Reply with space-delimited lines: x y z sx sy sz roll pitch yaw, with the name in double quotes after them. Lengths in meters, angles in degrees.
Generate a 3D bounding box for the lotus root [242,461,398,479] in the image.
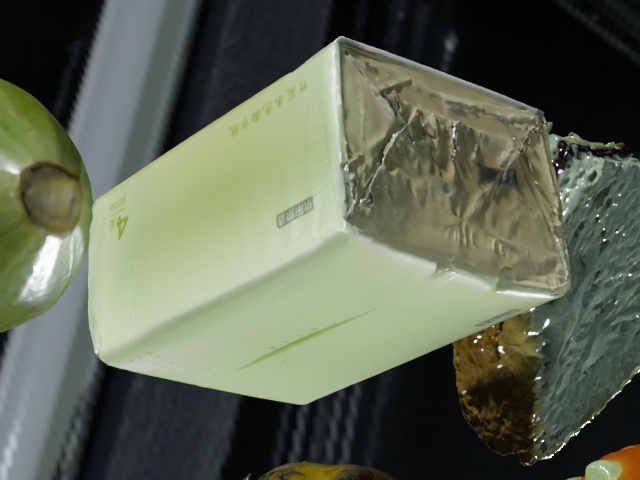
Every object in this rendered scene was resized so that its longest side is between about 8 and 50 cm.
0.014 0.310 1.762 0.397 0.195 0.179 50 -120 -69 "lotus root"

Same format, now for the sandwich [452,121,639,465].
0.246 0.031 1.768 0.262 0.131 0.325 -36 -47 -27 "sandwich"

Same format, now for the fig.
-0.269 -0.019 1.300 0.207 0.230 0.207 -6 -69 -17 "fig"

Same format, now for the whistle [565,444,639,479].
0.279 0.228 1.501 0.288 0.131 0.106 -23 -105 -32 "whistle"

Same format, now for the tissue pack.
0.000 0.000 0.965 0.159 0.234 0.125 15 -119 -37 "tissue pack"
